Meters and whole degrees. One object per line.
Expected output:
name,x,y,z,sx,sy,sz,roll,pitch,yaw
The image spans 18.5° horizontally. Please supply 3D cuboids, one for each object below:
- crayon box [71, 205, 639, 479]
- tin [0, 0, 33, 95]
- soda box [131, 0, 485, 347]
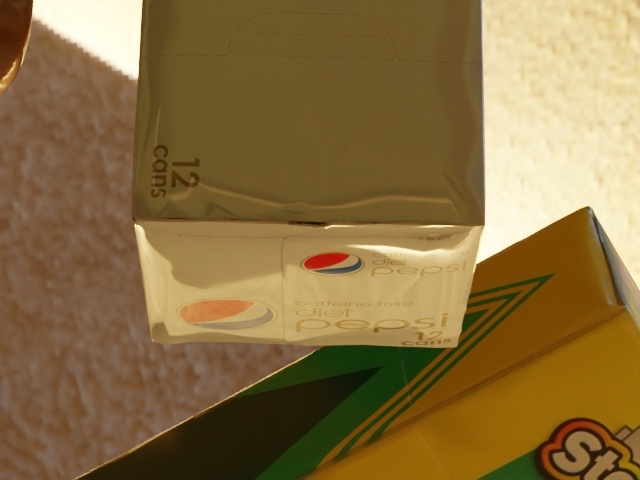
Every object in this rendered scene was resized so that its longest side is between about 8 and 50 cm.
crayon box,0.075,0.214,0.917,0.313,0.363,0.106,-29,-156,9
tin,-0.214,-0.182,1.268,0.040,0.106,0.189,7,-104,-23
soda box,-0.001,-0.089,0.432,0.069,0.074,0.216,1,-112,-1
